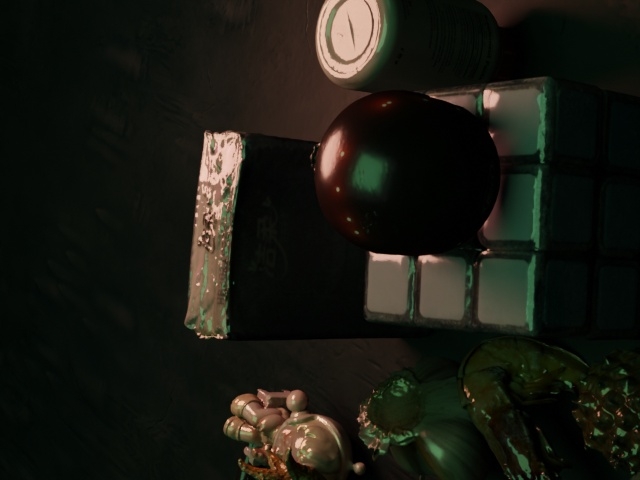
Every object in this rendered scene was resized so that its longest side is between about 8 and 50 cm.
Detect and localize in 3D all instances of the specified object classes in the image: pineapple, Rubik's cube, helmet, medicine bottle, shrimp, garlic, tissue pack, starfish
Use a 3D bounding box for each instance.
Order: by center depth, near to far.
[{"bbox_3d":[0.093,-0.075,1.383,0.216,0.193,0.189,11,95,20],"label":"helmet"},{"bbox_3d":[0.408,0.209,1.461,0.193,0.166,0.166,1,88,47],"label":"pineapple"},{"bbox_3d":[0.260,-0.034,1.536,0.303,0.305,0.301,3,91,48],"label":"Rubik's cube"},{"bbox_3d":[0.302,0.244,1.607,0.289,0.178,0.075,60,173,37],"label":"shrimp"},{"bbox_3d":[0.145,-0.272,1.694,0.157,0.288,0.157,-4,85,49],"label":"medicine bottle"},{"bbox_3d":[0.134,0.295,1.725,0.207,0.207,0.257,45,113,41],"label":"garlic"},{"bbox_3d":[0.000,0.000,1.769,0.124,0.394,0.288,5,91,50],"label":"tissue pack"},{"bbox_3d":[0.008,0.398,1.827,0.293,0.084,0.301,39,158,0],"label":"starfish"}]

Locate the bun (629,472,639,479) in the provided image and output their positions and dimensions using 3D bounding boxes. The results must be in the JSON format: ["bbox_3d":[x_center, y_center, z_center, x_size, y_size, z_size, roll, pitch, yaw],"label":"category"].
[{"bbox_3d":[0.420,0.346,1.494,0.141,0.083,0.141,-5,84,52],"label":"bun"}]

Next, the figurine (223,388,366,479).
[{"bbox_3d":[-0.035,0.346,2.003,0.256,0.144,0.182,27,88,50],"label":"figurine"}]

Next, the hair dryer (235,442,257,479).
[{"bbox_3d":[-0.143,0.423,2.181,0.128,0.070,0.255,19,95,49],"label":"hair dryer"}]
